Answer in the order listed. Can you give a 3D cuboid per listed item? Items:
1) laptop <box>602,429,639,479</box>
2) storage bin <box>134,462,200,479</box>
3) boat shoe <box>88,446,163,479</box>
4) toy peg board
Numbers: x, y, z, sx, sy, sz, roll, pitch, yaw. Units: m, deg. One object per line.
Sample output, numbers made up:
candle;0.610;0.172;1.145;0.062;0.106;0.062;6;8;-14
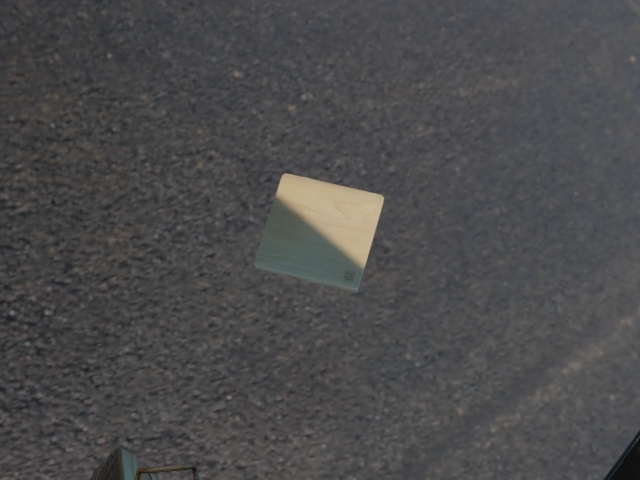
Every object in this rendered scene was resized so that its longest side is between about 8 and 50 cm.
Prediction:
laptop;0.357;0.263;1.100;0.234;0.264;0.137;-33;113;-48
storage bin;-0.069;0.159;0.531;0.135;0.091;0.098;-2;82;-13
boat shoe;-0.181;0.278;1.068;0.110;0.341;0.122;30;77;-7
toy peg board;0.000;0.000;1.673;0.079;0.161;0.161;85;20;-65
